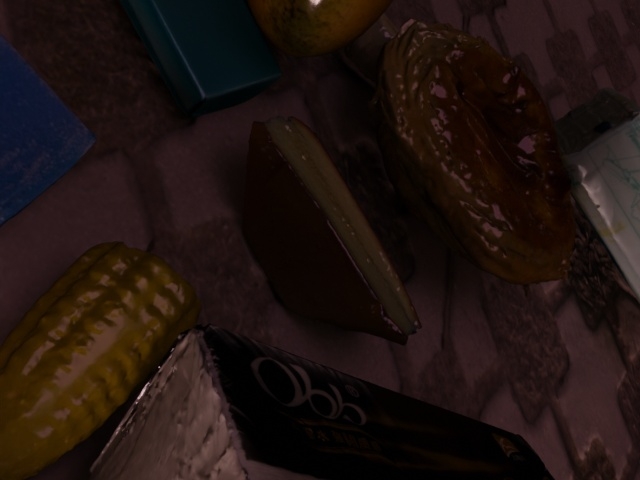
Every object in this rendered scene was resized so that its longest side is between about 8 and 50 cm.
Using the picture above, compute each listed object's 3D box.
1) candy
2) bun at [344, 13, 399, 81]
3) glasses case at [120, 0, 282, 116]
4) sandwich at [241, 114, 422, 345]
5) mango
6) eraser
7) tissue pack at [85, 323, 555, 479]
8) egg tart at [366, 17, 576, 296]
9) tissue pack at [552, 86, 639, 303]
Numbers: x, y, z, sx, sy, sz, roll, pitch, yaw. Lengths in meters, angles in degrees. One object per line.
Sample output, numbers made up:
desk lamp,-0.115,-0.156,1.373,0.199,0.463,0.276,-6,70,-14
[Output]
candy,-0.177,0.091,0.518,0.106,0.094,0.199,53,49,-19
bun,0.071,-0.249,0.942,0.115,0.069,0.115,45,21,-23
glasses case,-0.161,-0.274,0.734,0.117,0.070,0.301,-28,93,-42
sandwich,0.000,0.000,0.734,0.258,0.096,0.094,60,36,-1
mango,0.011,-0.349,0.777,0.221,0.264,0.378,26,46,-23
eraser,-0.318,-0.148,0.531,0.312,0.042,0.144,49,44,-16
tissue pack,0.030,0.232,0.524,0.369,0.210,0.198,27,12,-34
egg tart,0.196,-0.088,0.923,0.351,0.153,0.340,-5,75,-46
tissue pack,0.519,-0.036,1.165,0.388,0.162,0.287,55,21,-10
